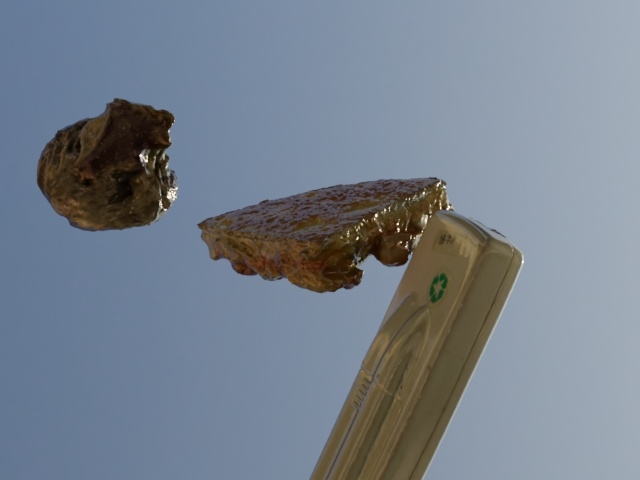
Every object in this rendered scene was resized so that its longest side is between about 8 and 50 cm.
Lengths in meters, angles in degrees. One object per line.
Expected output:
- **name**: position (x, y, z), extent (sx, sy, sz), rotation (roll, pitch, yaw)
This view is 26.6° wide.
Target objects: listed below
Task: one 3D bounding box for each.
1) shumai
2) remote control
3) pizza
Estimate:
- **shumai**: position (-0.199, -0.077, 1.254), extent (0.123, 0.105, 0.139), rotation (-20, -154, -28)
- **remote control**: position (0.049, 0.092, 0.850), extent (0.049, 0.090, 0.230), rotation (22, -83, -22)
- **pizza**: position (0.000, 0.000, 0.897), extent (0.175, 0.134, 0.046), rotation (-7, -71, 14)
